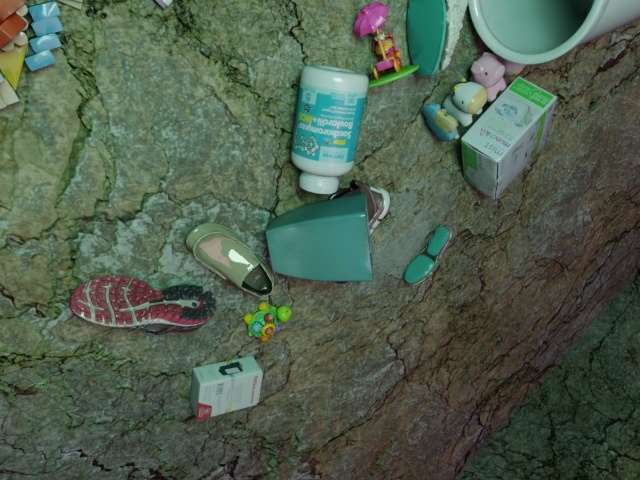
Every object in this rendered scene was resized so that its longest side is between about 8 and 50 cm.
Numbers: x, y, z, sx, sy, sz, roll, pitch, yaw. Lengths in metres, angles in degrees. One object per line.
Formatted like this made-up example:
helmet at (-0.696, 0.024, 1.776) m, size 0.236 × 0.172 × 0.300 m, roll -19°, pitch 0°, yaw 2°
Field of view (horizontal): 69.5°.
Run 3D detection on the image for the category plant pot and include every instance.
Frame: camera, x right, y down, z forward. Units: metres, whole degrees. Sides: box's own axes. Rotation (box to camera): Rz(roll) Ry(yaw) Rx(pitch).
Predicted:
plant pot at (0.000, 0.000, 1.097) m, size 0.234 × 0.165 × 0.165 m, roll -6°, pitch 111°, yaw 9°

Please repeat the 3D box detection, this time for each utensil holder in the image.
utensil holder at (0.599, -0.619, 1.066) m, size 0.386 × 0.328 × 0.327 m, roll -26°, pitch 127°, yaw -25°

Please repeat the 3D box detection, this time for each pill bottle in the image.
pill bottle at (0.014, -0.242, 1.022) m, size 0.146 × 0.146 × 0.264 m, roll -7°, pitch 119°, yaw -30°

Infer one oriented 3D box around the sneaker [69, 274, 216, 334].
sneaker at (-0.388, 0.160, 1.016) m, size 0.299 × 0.120 × 0.112 m, roll 13°, pitch 139°, yaw -30°

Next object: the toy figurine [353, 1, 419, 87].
toy figurine at (0.135, -0.440, 1.017) m, size 0.130 × 0.173 × 0.159 m, roll -12°, pitch 113°, yaw 24°

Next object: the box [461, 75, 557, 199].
box at (0.520, -0.272, 1.291) m, size 0.231 × 0.127 × 0.262 m, roll -48°, pitch 155°, yaw 1°

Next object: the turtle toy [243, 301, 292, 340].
turtle toy at (-0.137, 0.217, 1.238) m, size 0.130 × 0.066 × 0.095 m, roll -37°, pitch 130°, yaw -10°

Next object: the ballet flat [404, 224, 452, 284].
ballet flat at (0.352, 0.052, 1.468) m, size 0.221 × 0.077 × 0.079 m, roll -58°, pitch 150°, yaw 8°

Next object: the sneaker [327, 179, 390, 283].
sneaker at (0.056, -0.034, 1.213) m, size 0.163 × 0.106 × 0.281 m, roll 23°, pitch 94°, yaw -32°

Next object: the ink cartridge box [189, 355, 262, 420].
ink cartridge box at (-0.258, 0.401, 1.260) m, size 0.175 × 0.072 × 0.127 m, roll -4°, pitch 117°, yaw -32°

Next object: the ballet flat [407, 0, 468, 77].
ballet flat at (0.266, -0.567, 1.001) m, size 0.147 × 0.147 × 0.408 m, roll -27°, pitch 128°, yaw -18°

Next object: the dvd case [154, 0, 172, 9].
dvd case at (-0.256, -0.532, 0.764) m, size 0.221 × 0.018 × 0.164 m, roll -50°, pitch 131°, yaw 1°

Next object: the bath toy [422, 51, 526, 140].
bath toy at (0.415, -0.417, 1.201) m, size 0.348 × 0.151 × 0.129 m, roll -46°, pitch 109°, yaw -9°

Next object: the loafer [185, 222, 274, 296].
loafer at (-0.195, 0.050, 1.087) m, size 0.102 × 0.092 × 0.268 m, roll -51°, pitch 131°, yaw 2°

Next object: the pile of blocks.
pile of blocks at (-0.433, -0.360, 0.685) m, size 0.149 × 0.113 × 0.362 m, roll 8°, pitch 112°, yaw -36°
